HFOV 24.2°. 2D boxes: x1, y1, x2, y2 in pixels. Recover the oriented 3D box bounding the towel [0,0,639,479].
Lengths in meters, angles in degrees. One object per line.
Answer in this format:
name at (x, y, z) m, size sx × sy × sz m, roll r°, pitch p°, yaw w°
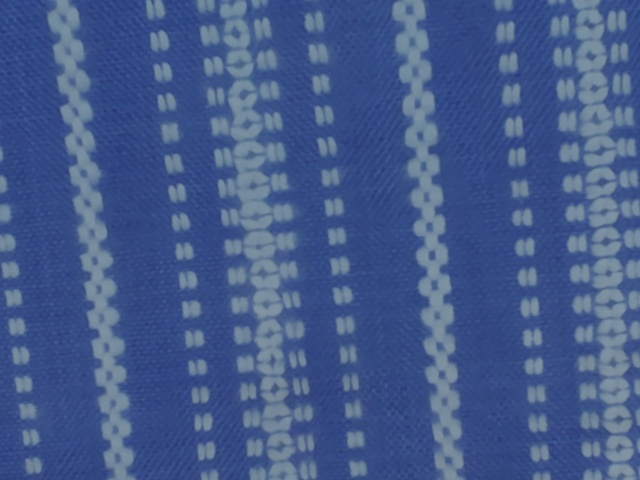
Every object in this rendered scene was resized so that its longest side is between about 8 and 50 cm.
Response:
towel at (0.000, 0.000, 0.332) m, size 0.336 × 0.243 × 0.040 m, roll -5°, pitch 9°, yaw 8°
